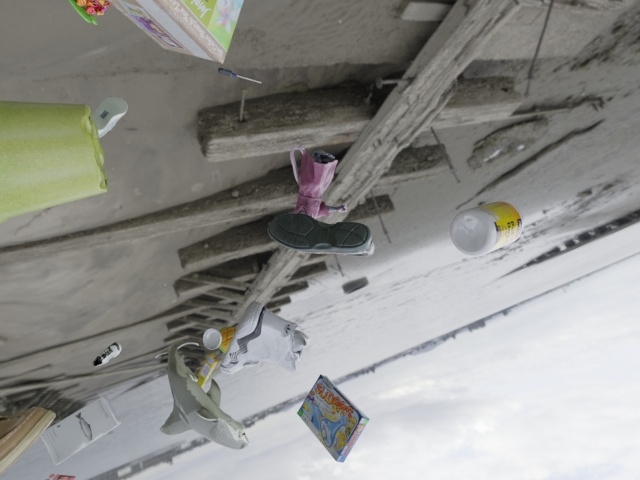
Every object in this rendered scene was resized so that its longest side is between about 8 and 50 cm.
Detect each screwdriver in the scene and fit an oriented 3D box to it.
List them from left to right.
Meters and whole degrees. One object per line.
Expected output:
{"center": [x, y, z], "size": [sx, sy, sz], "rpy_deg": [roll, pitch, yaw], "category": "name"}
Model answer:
{"center": [-0.302, -0.618, 1.594], "size": [0.169, 0.025, 0.024], "rpy_deg": [9, 117, -23], "category": "screwdriver"}

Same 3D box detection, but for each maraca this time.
{"center": [-0.371, 0.452, 1.849], "size": [0.127, 0.185, 0.099], "rpy_deg": [-53, 178, -42], "category": "maraca"}

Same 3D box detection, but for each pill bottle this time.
{"center": [0.432, -0.035, 1.072], "size": [0.214, 0.117, 0.117], "rpy_deg": [-14, 161, -41], "category": "pill bottle"}

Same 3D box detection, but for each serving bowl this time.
{"center": [-0.434, 0.399, 1.713], "size": [0.083, 0.084, 0.027], "rpy_deg": [-27, 164, 14], "category": "serving bowl"}

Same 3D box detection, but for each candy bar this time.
{"center": [-0.325, 0.383, 1.149], "size": [0.162, 0.040, 0.018], "rpy_deg": [-61, 150, 3], "category": "candy bar"}

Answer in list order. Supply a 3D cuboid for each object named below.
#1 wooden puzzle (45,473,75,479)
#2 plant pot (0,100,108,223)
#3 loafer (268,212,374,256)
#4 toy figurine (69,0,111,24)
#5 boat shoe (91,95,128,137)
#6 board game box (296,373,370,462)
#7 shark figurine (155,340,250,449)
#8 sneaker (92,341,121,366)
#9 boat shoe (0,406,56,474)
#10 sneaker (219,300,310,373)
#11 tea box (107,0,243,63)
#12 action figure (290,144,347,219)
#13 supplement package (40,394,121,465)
{"center": [-0.683, 0.637, 1.109], "size": [0.049, 0.006, 0.083], "rpy_deg": [-50, 132, 1], "category": "wooden puzzle"}
{"center": [-0.575, -0.167, 0.834], "size": [0.253, 0.276, 0.276], "rpy_deg": [-12, 160, -20], "category": "plant pot"}
{"center": [0.000, 0.000, 1.007], "size": [0.267, 0.096, 0.084], "rpy_deg": [8, 155, 27], "category": "loafer"}
{"center": [-0.702, -0.786, 1.347], "size": [0.159, 0.130, 0.173], "rpy_deg": [-29, 179, 1], "category": "toy figurine"}
{"center": [-0.778, -0.440, 1.519], "size": [0.079, 0.228, 0.081], "rpy_deg": [38, 129, -22], "category": "boat shoe"}
{"center": [0.031, 0.489, 1.177], "size": [0.035, 0.201, 0.136], "rpy_deg": [34, 87, -40], "category": "board game box"}
{"center": [-0.265, 0.300, 0.803], "size": [0.116, 0.278, 0.166], "rpy_deg": [-43, 155, -3], "category": "shark figurine"}
{"center": [-0.542, 0.292, 1.071], "size": [0.083, 0.032, 0.037], "rpy_deg": [-44, 177, 9], "category": "sneaker"}
{"center": [-0.648, 0.388, 0.781], "size": [0.340, 0.110, 0.122], "rpy_deg": [-31, -167, 11], "category": "boat shoe"}
{"center": [-0.173, 0.339, 1.291], "size": [0.210, 0.138, 0.366], "rpy_deg": [25, 135, -5], "category": "sneaker"}
{"center": [-0.361, -0.695, 1.079], "size": [0.219, 0.324, 0.329], "rpy_deg": [19, -178, 13], "category": "tea box"}
{"center": [-0.054, -0.167, 1.638], "size": [0.248, 0.275, 0.371], "rpy_deg": [-10, 119, -62], "category": "action figure"}
{"center": [-0.710, 0.560, 1.260], "size": [0.179, 0.105, 0.105], "rpy_deg": [-30, 174, -25], "category": "supplement package"}
